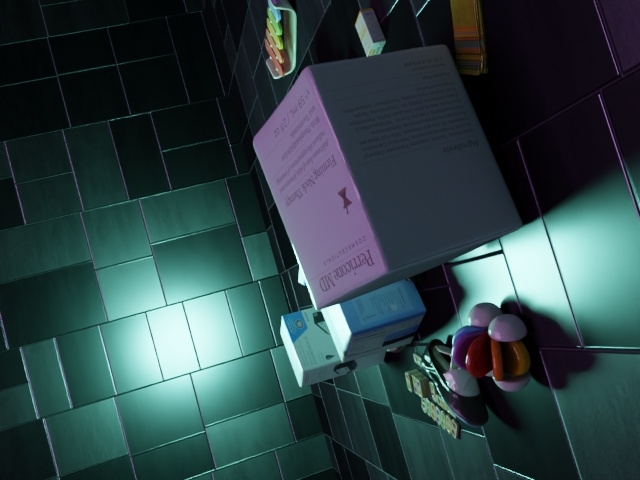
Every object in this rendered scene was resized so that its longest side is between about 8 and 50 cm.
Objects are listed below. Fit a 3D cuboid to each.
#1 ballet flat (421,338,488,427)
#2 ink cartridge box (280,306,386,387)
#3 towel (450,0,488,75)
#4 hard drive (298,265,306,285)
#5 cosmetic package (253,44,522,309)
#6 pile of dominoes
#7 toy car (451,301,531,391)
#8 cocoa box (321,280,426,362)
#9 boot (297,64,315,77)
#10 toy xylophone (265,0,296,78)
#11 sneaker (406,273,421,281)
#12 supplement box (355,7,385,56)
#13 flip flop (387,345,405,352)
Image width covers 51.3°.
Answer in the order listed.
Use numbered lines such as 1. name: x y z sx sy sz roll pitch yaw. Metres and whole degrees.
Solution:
1. ballet flat: 0.325 0.337 1.640 0.280 0.095 0.096 -129 39 -58
2. ink cartridge box: 0.043 0.337 2.270 0.129 0.307 0.223 98 154 -52
3. towel: 0.263 -0.425 1.225 0.102 0.021 0.237 -145 42 -67
4. hard drive: 0.000 0.000 2.335 0.040 0.210 0.319 31 150 14
5. cosmetic package: 0.117 -0.120 1.327 0.329 0.327 0.394 -37 72 61
6. pile of dominoes: 0.313 0.444 1.890 0.251 0.040 0.196 -153 50 -72
7. toy car: 0.339 0.225 1.365 0.182 0.136 0.159 -143 40 -68
8. cocoa box: 0.118 0.132 1.919 0.228 0.231 0.347 99 153 -59
9. boot: 0.020 -0.400 2.121 0.264 0.096 0.280 46 156 48
10. toy xylophone: -0.152 -0.747 2.361 0.323 0.081 0.236 90 160 -45
11. sneaker: 0.235 0.033 1.717 0.077 0.072 0.178 29 139 56
12. supplement box: 0.122 -0.512 1.641 0.062 0.036 0.098 119 134 -70
13. flip flop: 0.193 0.275 2.103 0.277 0.080 0.112 23 105 57
